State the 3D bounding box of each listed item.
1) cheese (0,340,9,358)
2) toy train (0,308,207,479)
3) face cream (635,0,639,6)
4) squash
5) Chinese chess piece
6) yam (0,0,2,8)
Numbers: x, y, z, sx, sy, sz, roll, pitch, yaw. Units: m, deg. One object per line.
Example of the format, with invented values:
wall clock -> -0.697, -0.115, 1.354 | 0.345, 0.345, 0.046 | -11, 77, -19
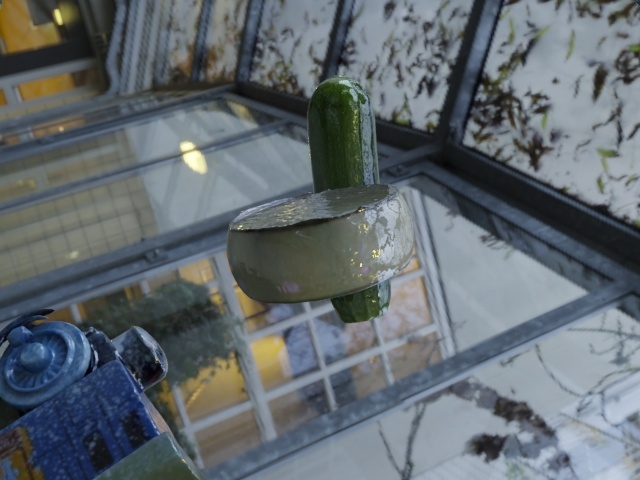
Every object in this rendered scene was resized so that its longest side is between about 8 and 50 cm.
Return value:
cheese -> -0.279, 0.157, 0.777 | 0.203, 0.175, 0.091 | 17, -70, 42
toy train -> -0.215, 0.185, 0.535 | 0.202, 0.300, 0.131 | 46, -16, 41
face cream -> 0.390, -0.430, 1.111 | 0.080, 0.337, 0.163 | 22, -93, 51
squash -> 0.027, -0.038, 0.744 | 0.066, 0.066, 0.228 | 174, -92, -68
Chinese chess piece -> 0.000, 0.000, 0.524 | 0.122, 0.122, 0.051 | 13, -63, 65
yam -> -0.450, -0.323, 1.019 | 0.146, 0.070, 0.069 | -147, -140, -81
